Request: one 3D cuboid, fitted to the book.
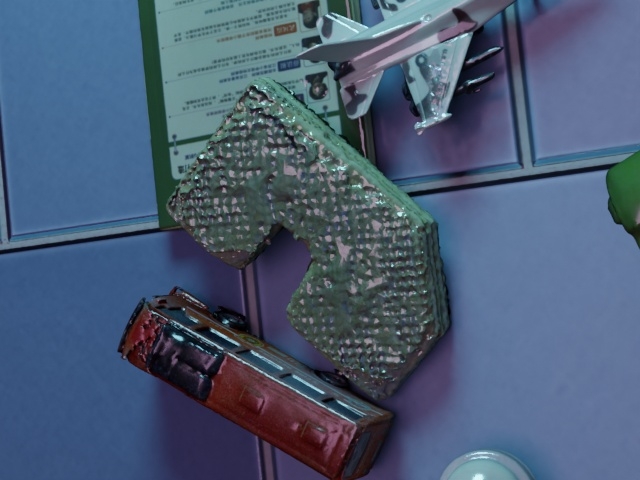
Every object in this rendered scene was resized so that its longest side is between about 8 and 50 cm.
[{"bbox_3d":[-0.059,-0.151,1.070,0.202,0.027,0.264,-8,85,22],"label":"book"}]

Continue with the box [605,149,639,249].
[{"bbox_3d":[0.319,0.053,0.778,0.177,0.252,0.329,-30,76,18],"label":"box"}]

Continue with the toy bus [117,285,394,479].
[{"bbox_3d":[-0.056,0.115,1.030,0.235,0.096,0.074,27,97,20],"label":"toy bus"}]

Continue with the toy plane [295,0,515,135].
[{"bbox_3d":[0.097,-0.170,0.984,0.234,0.082,0.160,-20,73,6],"label":"toy plane"}]

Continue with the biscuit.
[{"bbox_3d":[0.000,0.000,1.008,0.250,0.046,0.147,42,112,7],"label":"biscuit"}]

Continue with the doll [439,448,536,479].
[{"bbox_3d":[0.197,0.249,0.920,0.365,0.094,0.160,11,91,22],"label":"doll"}]
